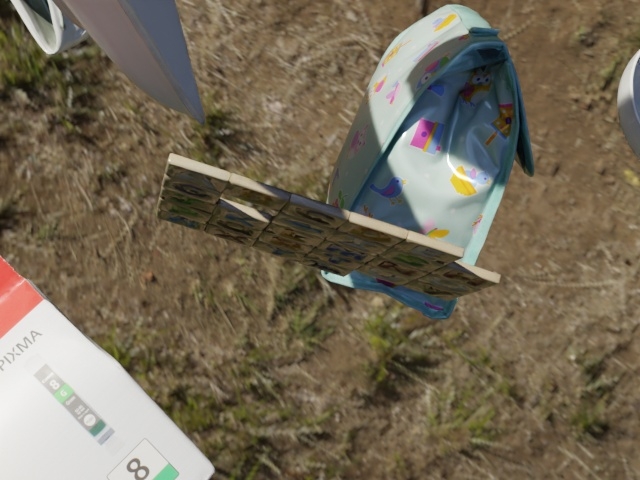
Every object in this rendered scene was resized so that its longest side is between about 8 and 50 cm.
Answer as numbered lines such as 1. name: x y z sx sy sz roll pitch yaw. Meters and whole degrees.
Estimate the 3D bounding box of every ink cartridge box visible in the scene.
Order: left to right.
1. ink cartridge box: -0.193 0.106 0.576 0.181 0.056 0.225 -45 107 -16

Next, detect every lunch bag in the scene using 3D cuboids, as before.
1. lunch bag: 0.109 -0.092 1.063 0.160 0.223 0.262 20 109 -6

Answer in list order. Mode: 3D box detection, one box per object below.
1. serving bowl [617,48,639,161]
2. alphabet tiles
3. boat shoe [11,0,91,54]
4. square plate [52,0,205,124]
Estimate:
1. serving bowl: 0.177 -0.058 0.541 0.083 0.027 0.083 10 67 -24
2. alphabet tiles: 0.000 0.000 0.786 0.237 0.198 0.009 18 78 -7
3. boat shoe: -0.286 -0.284 1.049 0.226 0.083 0.076 58 45 -22
4. square plate: -0.173 -0.268 0.571 0.049 0.347 0.344 -21 155 5
